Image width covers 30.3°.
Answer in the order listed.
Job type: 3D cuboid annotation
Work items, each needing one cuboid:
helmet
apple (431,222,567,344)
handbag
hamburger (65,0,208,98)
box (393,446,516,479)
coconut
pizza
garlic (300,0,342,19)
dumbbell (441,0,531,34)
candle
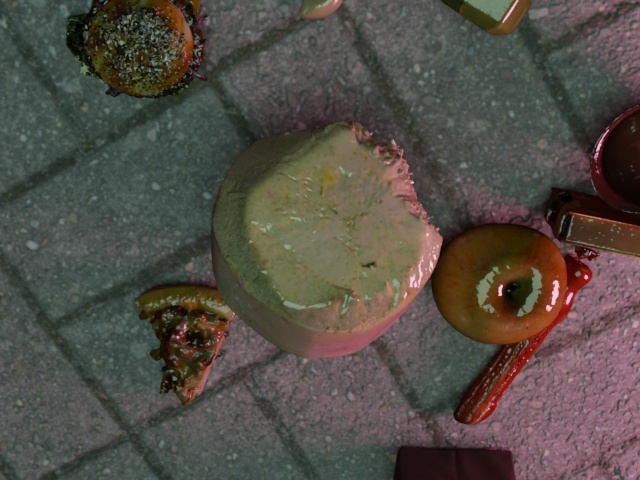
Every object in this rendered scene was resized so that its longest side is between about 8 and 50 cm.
[{"bbox_3d":[0.439,-0.117,1.586,0.175,0.106,0.155,-37,100,10],"label":"helmet"},{"bbox_3d":[0.243,0.057,1.630,0.182,0.155,0.182,-1,97,-6],"label":"apple"},{"bbox_3d":[0.407,-0.018,1.612,0.190,0.127,0.063,12,108,-4],"label":"handbag"},{"bbox_3d":[-0.242,-0.260,1.550,0.189,0.093,0.164,3,110,1],"label":"hamburger"},{"bbox_3d":[0.189,0.446,1.767,0.188,0.153,0.252,3,110,1],"label":"box"},{"bbox_3d":[0.000,0.000,1.538,0.297,0.309,0.297,1,80,-8],"label":"coconut"},{"bbox_3d":[-0.196,0.157,1.710,0.154,0.069,0.194,1,108,-1],"label":"pizza"},{"bbox_3d":[0.006,-0.329,1.553,0.053,0.041,0.083,13,102,10],"label":"garlic"},{"bbox_3d":[0.271,-0.406,1.485,0.108,0.121,0.302,40,109,17],"label":"dumbbell"},{"bbox_3d":[0.300,0.144,1.715,0.051,0.048,0.329,34,108,3],"label":"candle"}]
